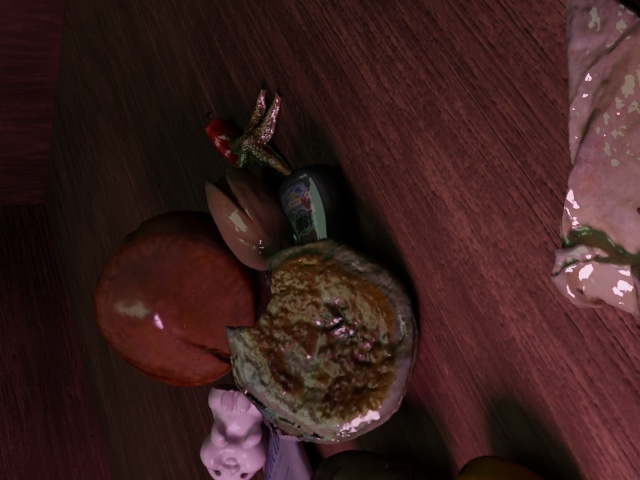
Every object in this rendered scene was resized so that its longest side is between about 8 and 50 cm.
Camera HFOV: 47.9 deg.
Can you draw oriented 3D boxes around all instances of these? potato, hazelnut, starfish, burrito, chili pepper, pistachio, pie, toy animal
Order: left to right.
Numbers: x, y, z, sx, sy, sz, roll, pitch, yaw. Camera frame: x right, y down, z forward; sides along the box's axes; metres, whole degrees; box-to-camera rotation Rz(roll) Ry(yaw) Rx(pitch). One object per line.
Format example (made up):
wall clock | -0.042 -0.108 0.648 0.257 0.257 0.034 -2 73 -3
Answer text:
hazelnut | -0.276 0.108 1.433 0.372 0.315 0.372 -165 90 -82
chili pepper | -0.191 -0.203 1.451 0.191 0.050 0.059 48 119 34
toy animal | -0.169 0.378 1.436 0.178 0.128 0.193 -142 57 -83
pistachio | -0.121 -0.039 1.278 0.226 0.136 0.136 51 139 20
starfish | -0.117 -0.173 1.327 0.217 0.050 0.223 31 120 36
pie | 0.001 0.141 1.030 0.303 0.067 0.302 -5 76 22
potato | 0.079 0.370 0.991 0.262 0.165 0.165 -174 79 -72
burrito | 0.286 -0.081 0.609 0.175 0.107 0.347 8 105 43

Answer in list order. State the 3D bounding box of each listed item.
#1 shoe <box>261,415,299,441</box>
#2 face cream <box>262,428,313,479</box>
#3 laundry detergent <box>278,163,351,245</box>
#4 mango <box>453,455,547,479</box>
shoe | -0.066 0.289 1.238 0.227 0.126 0.099 -17 58 55
face cream | -0.033 0.492 1.287 0.420 0.137 0.234 -116 32 -50
laundry detergent | 0.000 0.000 1.141 0.144 0.078 0.221 -33 69 57
mango | 0.234 0.337 0.785 0.227 0.099 0.136 54 135 28
